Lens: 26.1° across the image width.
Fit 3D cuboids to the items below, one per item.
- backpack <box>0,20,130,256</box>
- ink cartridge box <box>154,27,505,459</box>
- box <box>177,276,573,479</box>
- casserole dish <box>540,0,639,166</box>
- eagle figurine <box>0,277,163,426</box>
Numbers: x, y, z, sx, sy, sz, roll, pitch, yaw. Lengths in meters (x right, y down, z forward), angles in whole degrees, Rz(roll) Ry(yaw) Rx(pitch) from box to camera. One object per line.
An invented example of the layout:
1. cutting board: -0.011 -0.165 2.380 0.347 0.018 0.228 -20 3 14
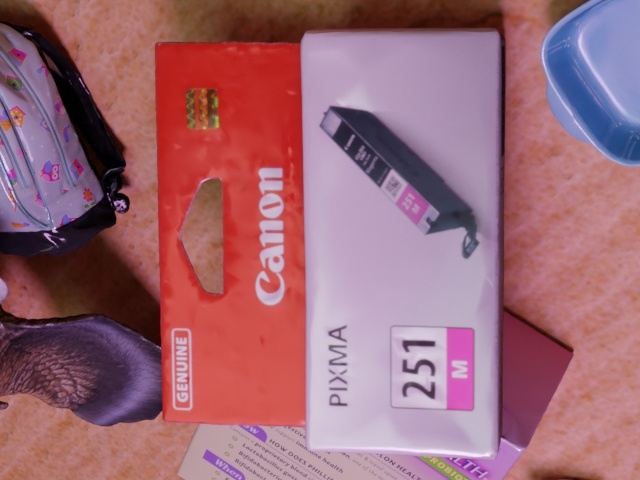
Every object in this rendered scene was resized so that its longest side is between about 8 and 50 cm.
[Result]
1. backpack: -0.248 -0.078 1.072 0.152 0.115 0.182 2 124 29
2. ink cartridge box: 0.000 0.000 0.907 0.239 0.060 0.275 1 96 10
3. box: 0.035 0.135 1.059 0.213 0.117 0.243 32 133 7
4. casserole dish: 0.220 -0.117 0.822 0.188 0.037 0.114 -26 107 41
5. eagle figurine: -0.267 0.094 1.130 0.225 0.298 0.226 -25 91 25
